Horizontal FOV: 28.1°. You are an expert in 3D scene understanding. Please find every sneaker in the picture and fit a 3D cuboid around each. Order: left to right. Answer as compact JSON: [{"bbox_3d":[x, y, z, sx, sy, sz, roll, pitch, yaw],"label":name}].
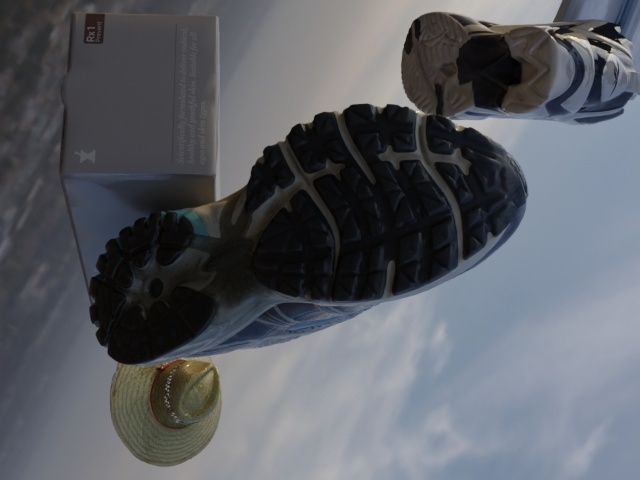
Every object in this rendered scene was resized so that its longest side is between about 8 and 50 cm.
[{"bbox_3d":[0.000,0.000,0.757,0.283,0.110,0.122,-17,166,31],"label":"sneaker"},{"bbox_3d":[0.182,-0.143,1.089,0.235,0.153,0.094,7,-87,60],"label":"sneaker"}]

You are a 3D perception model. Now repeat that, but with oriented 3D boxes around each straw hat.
[{"bbox_3d":[-0.129,0.148,1.235,0.061,0.144,0.144,-17,-143,43],"label":"straw hat"}]

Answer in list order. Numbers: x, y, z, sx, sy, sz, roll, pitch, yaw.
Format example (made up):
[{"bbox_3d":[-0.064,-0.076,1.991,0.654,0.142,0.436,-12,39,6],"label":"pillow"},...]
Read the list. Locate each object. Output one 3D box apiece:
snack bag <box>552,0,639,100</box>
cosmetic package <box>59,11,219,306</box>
[{"bbox_3d":[0.321,-0.276,1.218,0.342,0.037,0.323,-13,129,-59],"label":"snack bag"},{"bbox_3d":[-0.117,-0.039,0.880,0.238,0.107,0.127,105,-15,-64],"label":"cosmetic package"}]
